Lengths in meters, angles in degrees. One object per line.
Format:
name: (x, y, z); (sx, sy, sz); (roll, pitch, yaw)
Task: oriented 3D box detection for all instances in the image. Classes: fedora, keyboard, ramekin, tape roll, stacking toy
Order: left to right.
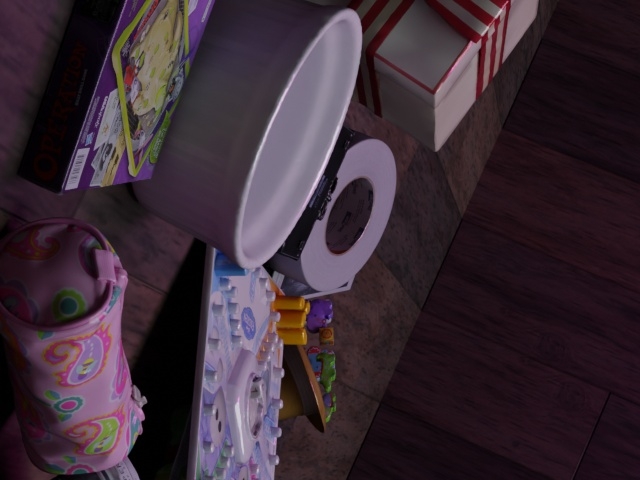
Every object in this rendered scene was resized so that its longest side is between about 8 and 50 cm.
ramekin: (-0.076, -0.122, 1.559); (0.277, 0.135, 0.277); (23, 90, -78)
fedora: (-0.055, 0.216, 2.350); (0.079, 0.194, 0.194); (-20, 153, -11)
keyboard: (-0.007, -0.062, 1.956); (0.180, 0.023, 0.108); (-65, 161, 0)
stacking toy: (-0.005, 0.154, 2.401); (0.167, 0.052, 0.221); (88, -1, -64)
tape roll: (0.012, -0.045, 2.103); (0.219, 0.072, 0.219); (-37, 139, -41)

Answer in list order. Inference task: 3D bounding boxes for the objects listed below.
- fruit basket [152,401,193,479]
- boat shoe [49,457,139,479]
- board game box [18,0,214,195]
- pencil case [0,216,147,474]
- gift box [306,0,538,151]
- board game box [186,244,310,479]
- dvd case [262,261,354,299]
fruit basket: (-0.176, 0.322, 2.023); (0.327, 0.165, 0.353); (72, 27, -73)
boat shoe: (-0.283, 0.317, 1.559); (0.119, 0.121, 0.335); (-13, 144, -36)
board game box: (-0.141, -0.212, 1.327); (0.347, 0.056, 0.208); (-69, 164, 11)
pencil case: (-0.220, 0.101, 1.374); (0.284, 0.124, 0.124); (91, 25, -55)
gift box: (0.105, -0.297, 1.762); (0.276, 0.255, 0.258); (-59, 169, -9)
board game box: (-0.082, 0.206, 1.939); (0.390, 0.050, 0.390); (59, 33, -70)
dvd case: (0.000, 0.000, 2.234); (0.238, 0.029, 0.179); (-9, 122, -57)
